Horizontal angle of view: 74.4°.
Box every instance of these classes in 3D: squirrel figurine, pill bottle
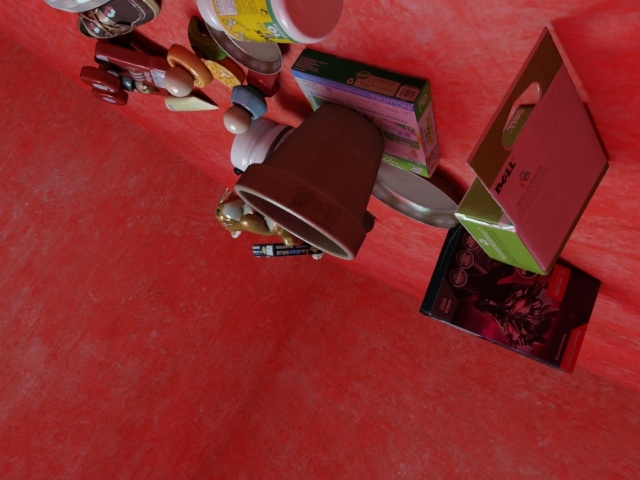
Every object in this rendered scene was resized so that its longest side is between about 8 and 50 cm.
[{"bbox_3d":[-0.194,-0.113,1.628,0.370,0.281,0.397,-9,-178,27],"label":"squirrel figurine"},{"bbox_3d":[-0.057,-0.173,1.000,0.283,0.161,0.161,28,172,8],"label":"pill bottle"},{"bbox_3d":[-0.079,-0.333,0.574,0.208,0.118,0.117,24,170,39],"label":"pill bottle"}]

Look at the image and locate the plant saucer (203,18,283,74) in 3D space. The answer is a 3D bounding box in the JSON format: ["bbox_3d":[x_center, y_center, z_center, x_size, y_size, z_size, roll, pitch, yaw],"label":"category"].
[{"bbox_3d":[-0.137,-0.381,0.784,0.168,0.029,0.168,29,167,7],"label":"plant saucer"}]

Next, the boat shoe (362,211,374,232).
[{"bbox_3d":[0.054,-0.114,1.533,0.307,0.111,0.104,35,170,-28],"label":"boat shoe"}]

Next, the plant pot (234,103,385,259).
[{"bbox_3d":[0.004,-0.123,0.799,0.262,0.229,0.263,30,174,4],"label":"plant pot"}]

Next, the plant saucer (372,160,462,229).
[{"bbox_3d":[0.219,-0.128,1.041,0.310,0.050,0.310,29,173,4],"label":"plant saucer"}]

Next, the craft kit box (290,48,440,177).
[{"bbox_3d":[0.096,-0.234,0.802,0.249,0.061,0.247,27,169,26],"label":"craft kit box"}]

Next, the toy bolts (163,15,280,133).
[{"bbox_3d":[-0.217,-0.334,0.944,0.228,0.159,0.218,30,173,3],"label":"toy bolts"}]

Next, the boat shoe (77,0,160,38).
[{"bbox_3d":[-0.472,-0.505,0.945,0.341,0.123,0.123,24,170,43],"label":"boat shoe"}]

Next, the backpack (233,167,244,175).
[{"bbox_3d":[-0.094,-0.197,1.248,0.253,0.191,0.225,36,177,20],"label":"backpack"}]

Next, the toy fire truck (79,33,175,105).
[{"bbox_3d":[-0.539,-0.492,1.252,0.253,0.170,0.302,13,178,-15],"label":"toy fire truck"}]

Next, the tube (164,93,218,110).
[{"bbox_3d":[-0.435,-0.459,1.399,0.240,0.070,0.062,20,137,44],"label":"tube"}]

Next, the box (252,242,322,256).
[{"bbox_3d":[-0.128,0.033,1.631,0.220,0.051,0.175,-3,-179,-34],"label":"box"}]

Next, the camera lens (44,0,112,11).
[{"bbox_3d":[-0.336,-0.437,0.485,0.219,0.220,0.274,26,172,29],"label":"camera lens"}]

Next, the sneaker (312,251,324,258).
[{"bbox_3d":[0.000,0.000,1.877,0.157,0.182,0.410,15,-174,27],"label":"sneaker"}]

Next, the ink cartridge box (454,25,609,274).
[{"bbox_3d":[0.253,-0.102,0.544,0.255,0.189,0.097,38,171,-35],"label":"ink cartridge box"}]

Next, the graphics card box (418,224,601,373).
[{"bbox_3d":[0.450,0.137,1.009,0.370,0.233,0.094,23,174,-1],"label":"graphics card box"}]
